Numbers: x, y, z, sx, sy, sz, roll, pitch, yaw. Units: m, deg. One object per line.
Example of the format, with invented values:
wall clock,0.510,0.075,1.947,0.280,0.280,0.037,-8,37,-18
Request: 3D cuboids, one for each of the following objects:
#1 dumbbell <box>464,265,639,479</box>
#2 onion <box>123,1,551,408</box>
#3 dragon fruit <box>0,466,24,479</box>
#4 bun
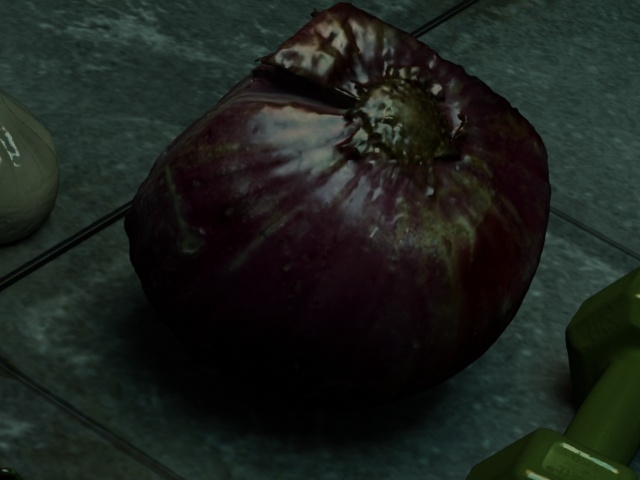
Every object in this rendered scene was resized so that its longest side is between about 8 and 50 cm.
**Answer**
dumbbell,0.182,0.124,1.097,0.121,0.108,0.302,27,34,14
onion,0.010,-0.002,1.113,0.256,0.272,0.230,18,59,11
dragon fruit,-0.265,0.140,0.789,0.274,0.193,0.192,1,66,-24
bun,-0.243,-0.067,1.187,0.138,0.094,0.138,15,35,-11
